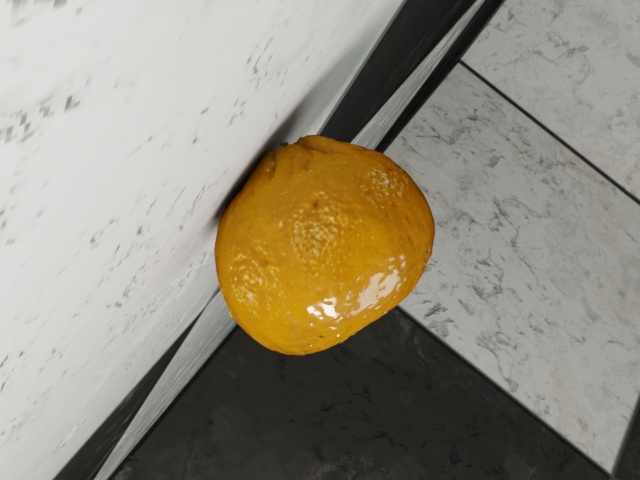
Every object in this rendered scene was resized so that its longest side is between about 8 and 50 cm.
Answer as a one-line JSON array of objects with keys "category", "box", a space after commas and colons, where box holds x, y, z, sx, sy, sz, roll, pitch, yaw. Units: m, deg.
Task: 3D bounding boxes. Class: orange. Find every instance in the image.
[{"category": "orange", "box": [-0.001, 0.001, 0.534, 0.135, 0.117, 0.135, -29, 170, -6]}]
